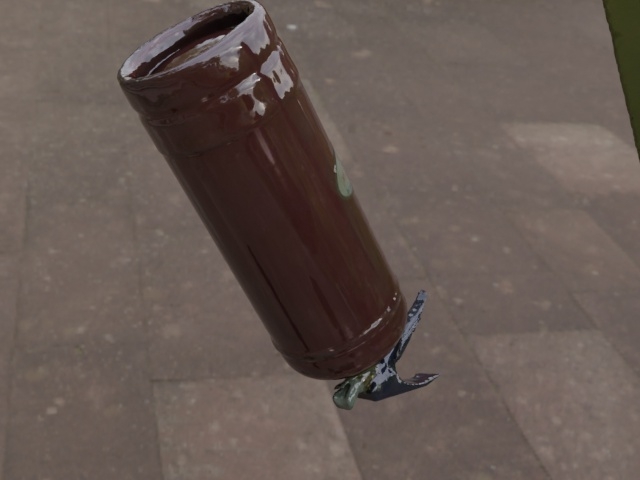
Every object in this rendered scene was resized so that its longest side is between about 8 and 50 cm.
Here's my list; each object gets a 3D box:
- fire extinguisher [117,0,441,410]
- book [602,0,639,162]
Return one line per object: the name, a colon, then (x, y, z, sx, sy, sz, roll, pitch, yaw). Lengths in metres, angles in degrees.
fire extinguisher: (0.000, 0.000, 0.641, 0.102, 0.344, 0.138, 3, 42, 43)
book: (0.303, -0.098, 0.537, 0.239, 0.352, 0.035, -14, 54, 20)
